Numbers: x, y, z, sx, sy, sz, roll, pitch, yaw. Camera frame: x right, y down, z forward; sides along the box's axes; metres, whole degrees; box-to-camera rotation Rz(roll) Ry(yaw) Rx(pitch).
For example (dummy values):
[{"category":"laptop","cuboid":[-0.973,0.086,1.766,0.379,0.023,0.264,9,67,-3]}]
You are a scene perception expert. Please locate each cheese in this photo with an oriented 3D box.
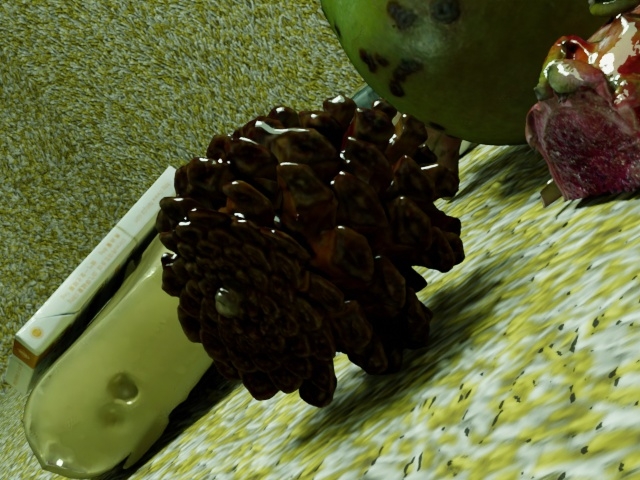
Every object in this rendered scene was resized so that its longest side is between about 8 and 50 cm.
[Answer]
[{"category":"cheese","cuboid":[-0.141,0.074,1.029,0.259,0.128,0.316,-42,3,7]}]

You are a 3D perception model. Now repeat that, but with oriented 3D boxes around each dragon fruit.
[{"category":"dragon fruit","cuboid":[0.152,-0.082,0.597,0.102,0.096,0.147,-45,6,-10]}]

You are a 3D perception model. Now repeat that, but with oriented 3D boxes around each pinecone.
[{"category":"pinecone","cuboid":[0.005,-0.006,0.640,0.165,0.163,0.163,-44,8,-35]}]

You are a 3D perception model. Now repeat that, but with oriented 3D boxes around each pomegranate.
[{"category":"pomegranate","cuboid":[0.101,-0.192,0.821,0.323,0.291,0.291,-33,10,45]}]

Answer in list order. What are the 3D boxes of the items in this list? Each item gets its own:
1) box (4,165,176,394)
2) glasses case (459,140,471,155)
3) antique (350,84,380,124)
[{"category":"box","cuboid":[-0.204,0.036,1.064,0.220,0.032,0.122,-52,0,-32]},{"category":"glasses case","cuboid":[0.071,-0.085,1.105,0.193,0.074,0.049,-33,10,49]},{"category":"antique","cuboid":[0.065,-0.141,1.421,0.183,0.086,0.088,-33,10,46]}]
